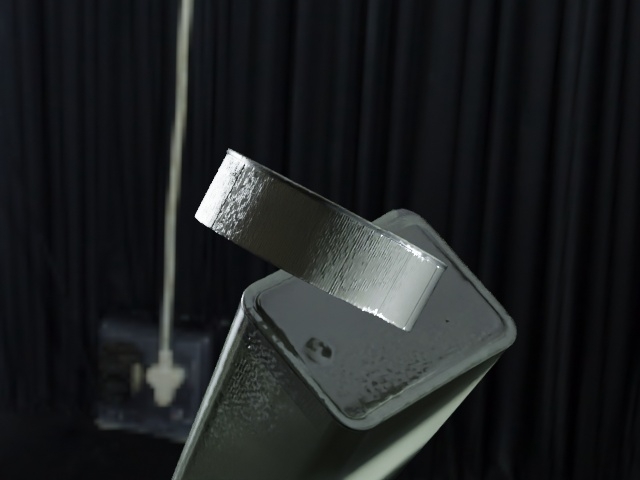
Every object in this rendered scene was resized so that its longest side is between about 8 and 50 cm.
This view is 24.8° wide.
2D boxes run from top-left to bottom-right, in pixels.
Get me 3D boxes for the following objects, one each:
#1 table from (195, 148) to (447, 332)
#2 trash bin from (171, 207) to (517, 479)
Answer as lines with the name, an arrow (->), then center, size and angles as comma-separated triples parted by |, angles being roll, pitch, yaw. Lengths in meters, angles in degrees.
table -> 0.000, 0.000, 0.781 | 0.133, 0.043, 0.133 | 28, -179, -1
trash bin -> 0.002, 0.117, 1.010 | 0.164, 0.240, 0.122 | -26, -114, -38
